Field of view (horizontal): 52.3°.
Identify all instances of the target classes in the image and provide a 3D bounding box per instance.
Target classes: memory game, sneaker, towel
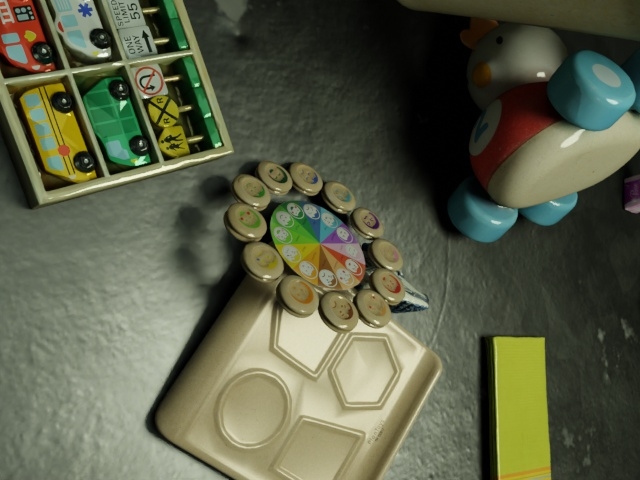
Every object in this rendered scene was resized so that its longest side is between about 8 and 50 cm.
[{"bbox_3d":[0.000,0.000,0.570,0.186,0.012,0.186,24,40,-22],"label":"memory game"},{"bbox_3d":[0.057,0.031,0.638,0.135,0.052,0.058,26,66,-29],"label":"sneaker"},{"bbox_3d":[0.226,0.229,0.742,0.102,0.021,0.237,8,78,-38],"label":"towel"}]

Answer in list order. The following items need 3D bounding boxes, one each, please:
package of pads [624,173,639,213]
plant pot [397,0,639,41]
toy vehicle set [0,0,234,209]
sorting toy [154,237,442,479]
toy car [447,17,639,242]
[{"bbox_3d":[0.460,-0.071,0.894,0.032,0.083,0.050,14,73,-26],"label":"package of pads"},{"bbox_3d":[0.217,-0.313,0.550,0.334,0.305,0.334,-25,121,-52],"label":"plant pot"},{"bbox_3d":[-0.188,-0.173,0.512,0.166,0.035,0.267,-22,96,-33],"label":"toy vehicle set"},{"bbox_3d":[-0.012,0.130,0.579,0.208,0.038,0.193,38,73,-18],"label":"sorting toy"},{"bbox_3d":[0.216,-0.161,0.712,0.210,0.219,0.238,-13,62,-33],"label":"toy car"}]
